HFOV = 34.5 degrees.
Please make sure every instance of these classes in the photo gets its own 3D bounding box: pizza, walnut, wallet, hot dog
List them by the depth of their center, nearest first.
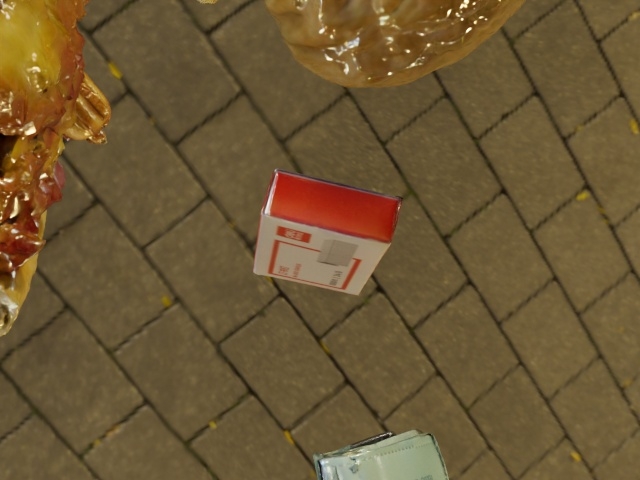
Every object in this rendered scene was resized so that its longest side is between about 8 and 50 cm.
[{"bbox_3d":[-0.176,-0.099,0.568,0.081,0.229,0.290,4,71,-1],"label":"pizza"},{"bbox_3d":[0.047,-0.174,0.584,0.184,0.155,0.155,-32,120,24],"label":"walnut"},{"bbox_3d":[0.072,0.294,0.885,0.176,0.075,0.251,5,70,-62],"label":"wallet"},{"bbox_3d":[-0.378,-0.228,1.418,0.076,0.102,0.249,-29,108,22],"label":"hot dog"}]

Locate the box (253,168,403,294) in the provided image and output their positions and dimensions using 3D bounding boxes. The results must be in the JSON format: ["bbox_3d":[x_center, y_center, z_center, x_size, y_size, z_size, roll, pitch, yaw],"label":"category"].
[{"bbox_3d":[0.000,0.000,1.011,0.122,0.229,0.050,14,74,-2],"label":"box"}]

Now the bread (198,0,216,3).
[{"bbox_3d":[-0.070,-0.376,0.782,0.279,0.207,0.279,-46,160,-34],"label":"bread"}]
